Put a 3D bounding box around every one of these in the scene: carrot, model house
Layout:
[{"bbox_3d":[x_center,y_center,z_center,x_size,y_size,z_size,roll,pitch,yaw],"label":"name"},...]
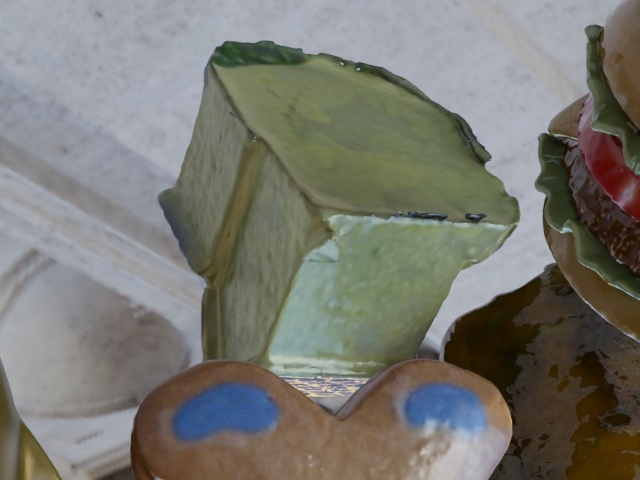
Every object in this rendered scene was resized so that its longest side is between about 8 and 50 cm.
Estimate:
[{"bbox_3d":[0.231,0.189,1.165,0.241,0.241,0.341,-26,-129,30],"label":"carrot"},{"bbox_3d":[0.000,0.000,1.237,0.321,0.261,0.266,56,-48,46],"label":"model house"}]

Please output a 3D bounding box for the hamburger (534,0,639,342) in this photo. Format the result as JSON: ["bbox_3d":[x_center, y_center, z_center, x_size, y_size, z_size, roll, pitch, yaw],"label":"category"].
[{"bbox_3d":[0.288,-0.064,0.842,0.212,0.274,0.274,105,-23,-45],"label":"hamburger"}]

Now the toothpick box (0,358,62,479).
[{"bbox_3d":[-0.379,0.143,0.699,0.409,0.425,0.409,9,-76,38],"label":"toothpick box"}]

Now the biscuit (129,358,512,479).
[{"bbox_3d":[0.028,0.210,0.563,0.049,0.205,0.324,154,-67,-67],"label":"biscuit"}]
